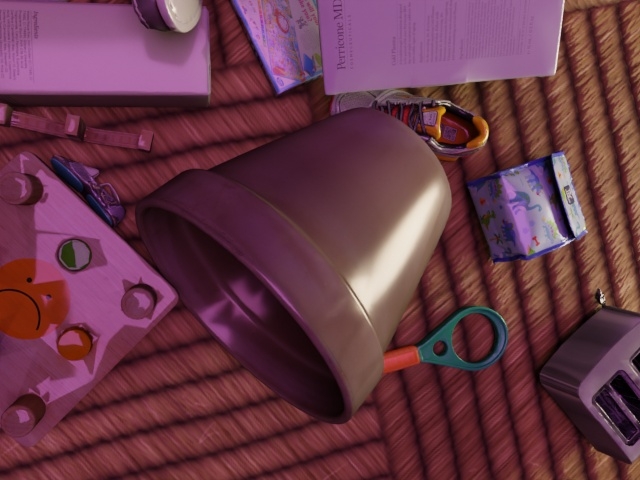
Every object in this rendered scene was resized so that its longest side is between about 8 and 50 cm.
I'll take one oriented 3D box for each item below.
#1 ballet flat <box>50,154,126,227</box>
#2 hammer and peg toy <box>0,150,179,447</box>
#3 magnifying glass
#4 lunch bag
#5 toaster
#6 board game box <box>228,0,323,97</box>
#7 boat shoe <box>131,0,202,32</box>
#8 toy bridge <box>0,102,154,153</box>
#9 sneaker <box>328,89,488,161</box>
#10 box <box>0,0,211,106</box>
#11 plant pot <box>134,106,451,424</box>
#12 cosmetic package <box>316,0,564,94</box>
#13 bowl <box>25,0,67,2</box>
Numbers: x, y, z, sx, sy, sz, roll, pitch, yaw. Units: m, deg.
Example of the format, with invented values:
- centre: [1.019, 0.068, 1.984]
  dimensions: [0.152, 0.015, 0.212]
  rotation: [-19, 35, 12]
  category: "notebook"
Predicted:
- centre: [-0.289, -0.068, 0.798]
  dimensions: [0.041, 0.041, 0.114]
  rotation: [-41, 98, -8]
  category: "ballet flat"
- centre: [-0.383, 0.036, 0.732]
  dimensions: [0.361, 0.127, 0.266]
  rotation: [45, 85, -9]
  category: "hammer and peg toy"
- centre: [0.159, 0.155, 0.897]
  dimensions: [0.230, 0.026, 0.092]
  rotation: [-14, 94, -13]
  category: "magnifying glass"
- centre: [0.304, -0.049, 0.890]
  dimensions: [0.151, 0.096, 0.129]
  rotation: [-18, 92, -25]
  category: "lunch bag"
- centre: [0.427, 0.196, 0.906]
  dimensions: [0.168, 0.110, 0.186]
  rotation: [-42, 98, -9]
  category: "toaster"
- centre: [-0.047, -0.284, 0.845]
  dimensions: [0.103, 0.026, 0.154]
  rotation: [-27, 96, -10]
  category: "board game box"
- centre: [-0.192, -0.346, 0.728]
  dimensions: [0.091, 0.109, 0.305]
  rotation: [-9, 58, 5]
  category: "boat shoe"
- centre: [-0.302, -0.137, 0.777]
  dimensions: [0.188, 0.063, 0.026]
  rotation: [9, 89, -13]
  category: "toy bridge"
- centre: [0.122, -0.167, 0.847]
  dimensions: [0.225, 0.093, 0.088]
  rotation: [8, 89, -11]
  category: "sneaker"
- centre: [-0.273, -0.222, 0.766]
  dimensions: [0.275, 0.094, 0.113]
  rotation: [-1, 91, -12]
  category: "box"
- centre: [0.000, 0.000, 0.740]
  dimensions: [0.280, 0.323, 0.323]
  rotation: [-43, 99, -24]
  category: "plant pot"
- centre: [0.128, -0.366, 0.702]
  dimensions: [0.284, 0.097, 0.377]
  rotation: [-5, 123, 0]
  category: "cosmetic package"
- centre: [-0.373, -0.355, 0.754]
  dimensions: [0.142, 0.053, 0.142]
  rotation: [1, 86, -21]
  category: "bowl"
